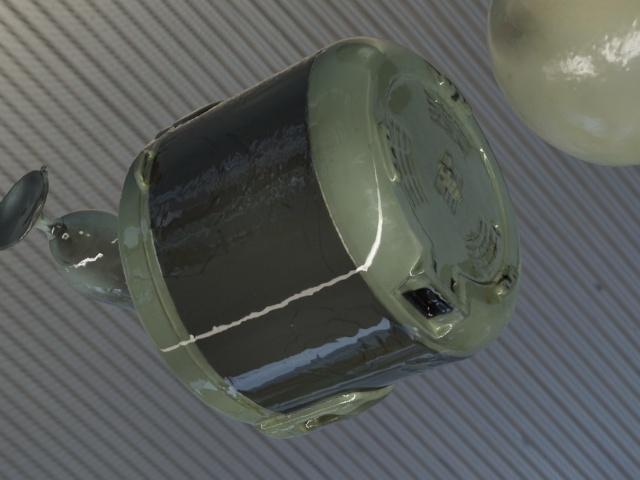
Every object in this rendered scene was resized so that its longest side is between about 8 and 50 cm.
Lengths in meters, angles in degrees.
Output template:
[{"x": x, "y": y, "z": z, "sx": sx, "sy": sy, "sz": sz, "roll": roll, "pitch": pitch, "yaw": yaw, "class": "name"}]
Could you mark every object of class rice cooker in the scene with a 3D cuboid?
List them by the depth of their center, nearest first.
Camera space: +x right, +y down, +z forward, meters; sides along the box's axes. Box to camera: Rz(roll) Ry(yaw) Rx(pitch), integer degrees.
[{"x": -0.001, "y": 0.001, "z": 1.062, "sx": 0.277, "sy": 0.288, "sz": 0.288, "roll": -25, "pitch": 114, "yaw": 30, "class": "rice cooker"}]

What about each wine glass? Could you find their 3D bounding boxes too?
[{"x": -0.245, "y": 0.009, "z": 1.421, "sx": 0.222, "sy": 0.103, "sz": 0.103, "roll": 32, "pitch": 105, "yaw": -37, "class": "wine glass"}]

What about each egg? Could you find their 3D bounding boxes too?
[{"x": 0.297, "y": -0.212, "z": 1.504, "sx": 0.264, "sy": 0.174, "sz": 0.286, "roll": -30, "pitch": 82, "yaw": 47, "class": "egg"}]
